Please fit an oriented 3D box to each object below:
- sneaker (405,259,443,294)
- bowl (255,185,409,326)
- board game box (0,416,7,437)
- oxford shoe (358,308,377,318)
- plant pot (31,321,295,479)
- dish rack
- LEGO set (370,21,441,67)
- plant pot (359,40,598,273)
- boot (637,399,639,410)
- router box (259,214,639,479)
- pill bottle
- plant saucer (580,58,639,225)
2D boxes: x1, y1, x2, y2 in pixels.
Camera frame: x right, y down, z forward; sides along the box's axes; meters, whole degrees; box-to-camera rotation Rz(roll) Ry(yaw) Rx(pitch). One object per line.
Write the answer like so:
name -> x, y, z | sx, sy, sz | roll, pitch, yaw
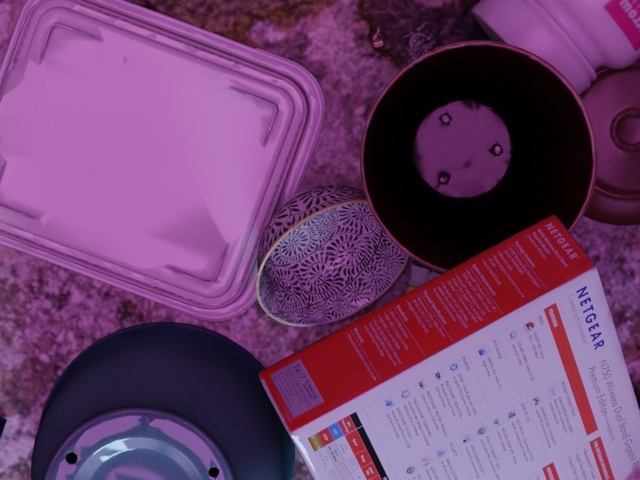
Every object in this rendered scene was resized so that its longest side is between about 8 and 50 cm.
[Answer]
sneaker -> 0.176, 0.095, 1.798 | 0.208, 0.081, 0.094 | 24, 102, 5
bowl -> 0.000, 0.000, 1.771 | 0.170, 0.080, 0.170 | -17, 137, -16
board game box -> -0.448, 0.274, 1.836 | 0.165, 0.042, 0.243 | 21, 96, -1
oxford shoe -> 0.085, 0.111, 1.726 | 0.348, 0.123, 0.130 | -44, 79, 29
plant pot -> -0.163, 0.233, 1.722 | 0.272, 0.255, 0.271 | 0, 96, 0
dish rack -> -0.186, -0.088, 1.786 | 0.333, 0.072, 0.285 | 20, 96, 0
LEGO set -> 0.092, -0.195, 1.792 | 0.083, 0.023, 0.054 | -6, 95, 1
plant pot -> 0.146, -0.083, 1.699 | 0.215, 0.230, 0.215 | 0, 95, 2
boot -> 0.388, 0.259, 1.797 | 0.207, 0.090, 0.248 | 32, 91, 0
router box -> 0.140, 0.178, 1.617 | 0.301, 0.082, 0.335 | -28, 134, -4
pill bottle -> 0.296, -0.271, 1.714 | 0.283, 0.160, 0.160 | -42, 93, 5
plant saucer -> 0.315, -0.113, 1.791 | 0.199, 0.036, 0.198 | 0, 95, 1
